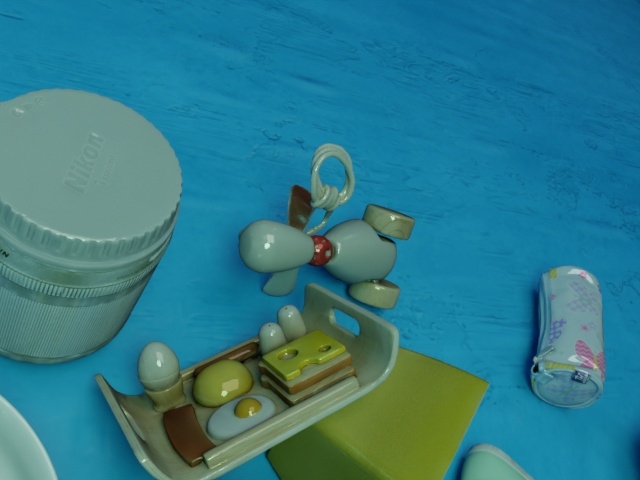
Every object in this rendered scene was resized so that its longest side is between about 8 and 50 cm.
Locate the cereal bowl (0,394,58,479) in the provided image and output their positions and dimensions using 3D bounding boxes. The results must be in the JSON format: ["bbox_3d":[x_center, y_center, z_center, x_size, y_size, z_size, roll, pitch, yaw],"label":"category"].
[{"bbox_3d":[-0.391,0.268,0.541,0.339,0.141,0.339,20,48,-24],"label":"cereal bowl"}]

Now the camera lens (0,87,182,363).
[{"bbox_3d":[-0.293,-0.004,0.763,0.219,0.274,0.219,18,48,-21],"label":"camera lens"}]

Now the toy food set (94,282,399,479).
[{"bbox_3d":[-0.089,0.141,0.781,0.306,0.220,0.092,-23,111,-23],"label":"toy food set"}]

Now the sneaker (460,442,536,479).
[{"bbox_3d":[0.297,0.418,0.945,0.256,0.094,0.151,34,38,8],"label":"sneaker"}]

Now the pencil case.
[{"bbox_3d":[0.449,0.171,1.230,0.124,0.113,0.273,18,45,6],"label":"pencil case"}]

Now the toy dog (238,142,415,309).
[{"bbox_3d":[0.000,0.000,1.029,0.334,0.161,0.220,37,78,-45],"label":"toy dog"}]

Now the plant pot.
[{"bbox_3d":[0.057,0.248,0.857,0.187,0.212,0.212,33,43,11],"label":"plant pot"}]
